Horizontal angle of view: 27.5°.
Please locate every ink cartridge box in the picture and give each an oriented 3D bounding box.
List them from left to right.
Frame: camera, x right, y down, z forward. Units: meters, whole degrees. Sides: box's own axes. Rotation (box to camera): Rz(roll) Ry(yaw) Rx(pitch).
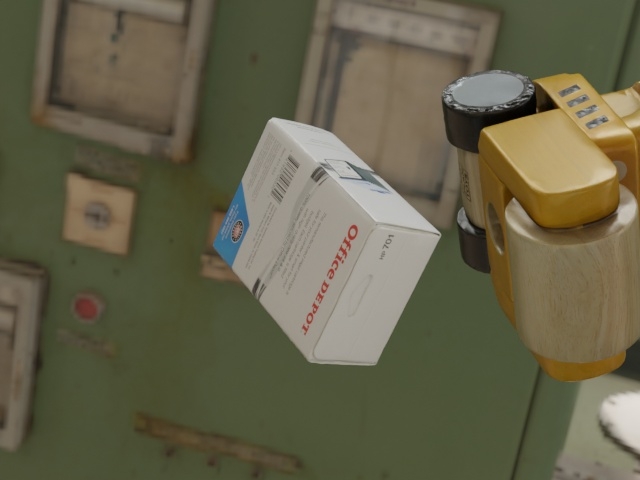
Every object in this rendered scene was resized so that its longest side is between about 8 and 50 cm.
[{"bbox_3d":[0.000,0.000,1.150,0.082,0.140,0.191,9,26,-40],"label":"ink cartridge box"}]

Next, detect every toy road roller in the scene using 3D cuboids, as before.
[{"bbox_3d":[0.267,-0.044,1.259,0.240,0.202,0.329,-14,32,-4],"label":"toy road roller"}]
